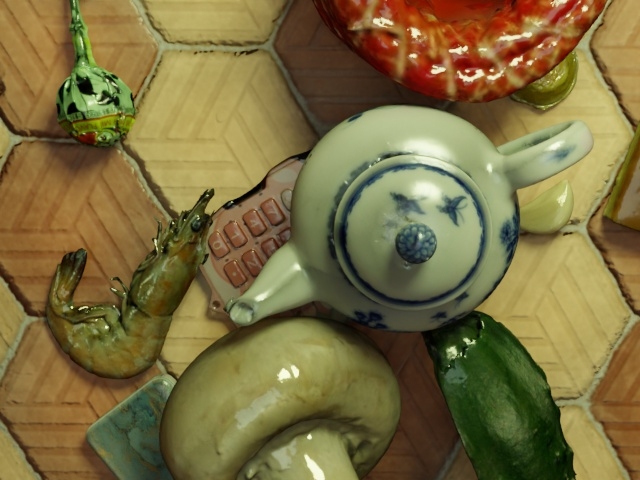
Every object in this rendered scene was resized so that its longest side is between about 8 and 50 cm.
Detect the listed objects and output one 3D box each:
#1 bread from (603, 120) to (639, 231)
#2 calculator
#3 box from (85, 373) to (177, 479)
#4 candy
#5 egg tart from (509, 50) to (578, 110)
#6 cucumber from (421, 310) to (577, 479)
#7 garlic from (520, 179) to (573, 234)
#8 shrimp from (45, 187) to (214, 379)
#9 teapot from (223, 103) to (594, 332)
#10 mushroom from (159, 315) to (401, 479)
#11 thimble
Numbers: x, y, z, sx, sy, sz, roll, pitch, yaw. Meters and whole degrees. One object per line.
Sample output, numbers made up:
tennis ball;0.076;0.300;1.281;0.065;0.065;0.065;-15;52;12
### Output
bread;0.427;-0.117;1.177;0.088;0.049;0.226;20;97;-2
calculator;0.000;0.000;1.201;0.330;0.048;0.220;-30;98;7
box;-0.167;0.317;1.247;0.142;0.044;0.285;-37;96;9
candy;-0.285;-0.263;1.159;0.091;0.083;0.305;-8;90;3
egg tart;0.268;-0.211;1.171;0.105;0.039;0.105;0;97;-1
cucumber;0.222;0.222;1.148;0.145;0.105;0.325;-25;118;2
garlic;0.282;-0.035;1.196;0.083;0.041;0.053;-28;92;12
shrimp;-0.240;0.038;1.196;0.169;0.058;0.296;29;106;0
teapot;0.093;-0.020;1.029;0.424;0.280;0.252;-26;98;5
mushroom;-0.025;0.238;1.094;0.297;0.297;0.290;-42;51;6
thimble;0.142;-0.336;1.041;0.350;0.230;0.350;-2;107;-7
